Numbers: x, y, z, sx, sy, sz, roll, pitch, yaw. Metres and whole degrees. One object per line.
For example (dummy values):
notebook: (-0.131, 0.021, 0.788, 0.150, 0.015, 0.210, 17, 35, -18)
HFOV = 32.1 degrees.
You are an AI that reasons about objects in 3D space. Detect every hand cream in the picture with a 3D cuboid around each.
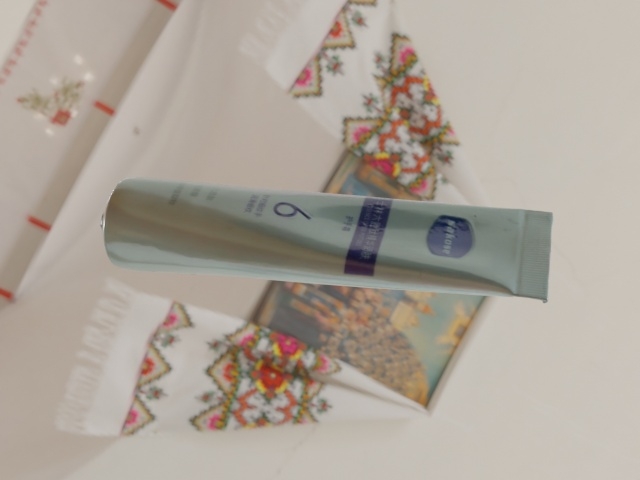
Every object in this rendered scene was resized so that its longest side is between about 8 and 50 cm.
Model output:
hand cream: (0.000, 0.000, 0.787, 0.321, 0.067, 0.109, 5, -147, 10)
